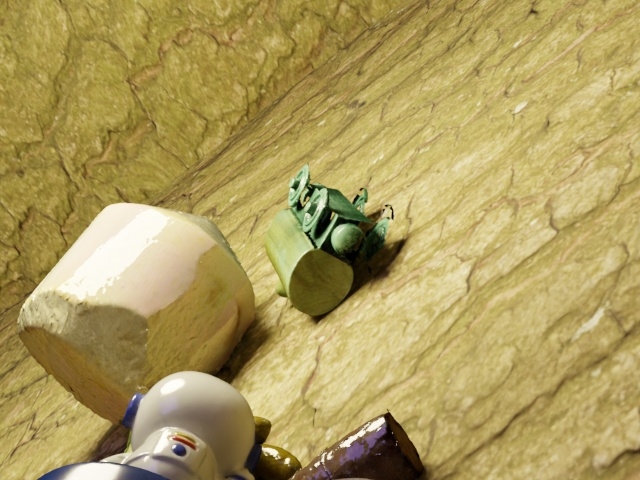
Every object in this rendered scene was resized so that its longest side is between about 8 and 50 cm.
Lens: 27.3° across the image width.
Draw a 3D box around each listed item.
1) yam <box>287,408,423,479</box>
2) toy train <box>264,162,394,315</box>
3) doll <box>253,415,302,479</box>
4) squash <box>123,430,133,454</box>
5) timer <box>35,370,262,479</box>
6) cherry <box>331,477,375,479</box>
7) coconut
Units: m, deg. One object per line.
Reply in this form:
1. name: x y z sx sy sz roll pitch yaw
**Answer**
1. yam: 0.031 0.237 1.307 0.141 0.079 0.079 -36 18 11
2. toy train: 0.007 0.005 1.903 0.307 0.126 0.189 -126 54 -72
3. doll: -0.085 0.262 1.499 0.209 0.097 0.137 22 95 53
4. squash: -0.212 0.325 1.619 0.192 0.085 0.184 -140 71 -77
5. timer: -0.164 0.273 1.307 0.270 0.270 0.383 -30 18 29
6. cherry: 0.029 0.262 1.149 0.188 0.148 0.115 104 178 -74
7. coconut: -0.246 0.092 1.911 0.309 0.297 0.297 -51 20 -26
